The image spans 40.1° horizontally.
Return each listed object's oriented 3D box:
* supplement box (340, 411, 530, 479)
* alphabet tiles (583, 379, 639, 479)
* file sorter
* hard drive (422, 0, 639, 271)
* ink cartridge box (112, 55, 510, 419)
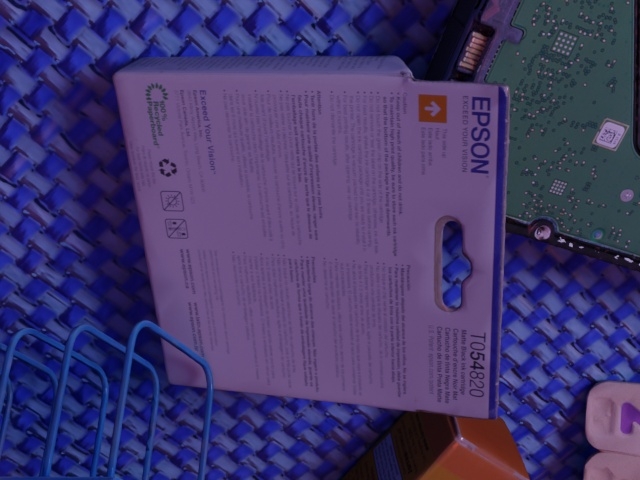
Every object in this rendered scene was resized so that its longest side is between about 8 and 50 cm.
[{"bbox_3d":[0.048,0.220,0.674,0.078,0.080,0.233,34,107,-21],"label":"supplement box"},{"bbox_3d":[0.339,0.198,0.653,0.277,0.021,0.284,3,97,18],"label":"alphabet tiles"},{"bbox_3d":[-0.164,0.115,0.534,0.170,0.105,0.118,-5,153,17],"label":"file sorter"},{"bbox_3d":[0.240,-0.091,0.541,0.338,0.064,0.237,15,115,-15],"label":"hard drive"},{"bbox_3d":[0.000,0.000,0.529,0.223,0.045,0.224,5,119,15],"label":"ink cartridge box"}]
